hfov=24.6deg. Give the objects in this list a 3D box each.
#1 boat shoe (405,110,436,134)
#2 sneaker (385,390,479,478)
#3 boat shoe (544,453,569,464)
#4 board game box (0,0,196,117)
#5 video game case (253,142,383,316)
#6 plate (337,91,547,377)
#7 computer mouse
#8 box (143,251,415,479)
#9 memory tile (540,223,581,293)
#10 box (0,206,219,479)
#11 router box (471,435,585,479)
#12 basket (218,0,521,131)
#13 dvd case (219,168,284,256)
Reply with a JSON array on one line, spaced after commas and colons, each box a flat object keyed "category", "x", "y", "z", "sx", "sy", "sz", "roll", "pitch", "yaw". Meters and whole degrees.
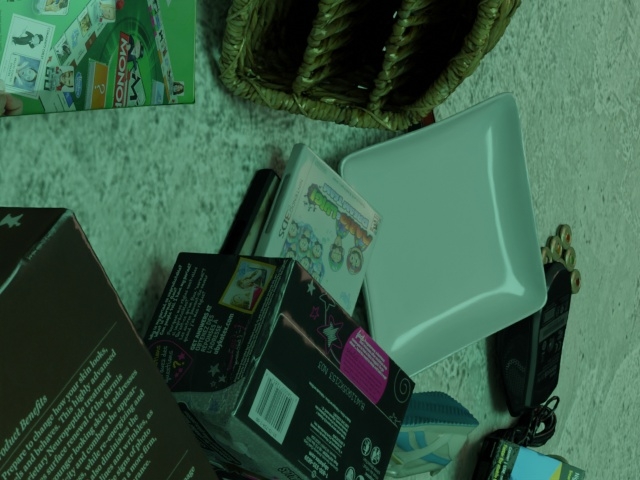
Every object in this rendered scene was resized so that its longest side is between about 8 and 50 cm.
[{"category": "boat shoe", "x": 0.131, "y": -0.113, "z": 1.742, "sx": 0.049, "sy": 0.043, "sz": 0.137, "roll": -17, "pitch": 104, "yaw": -53}, {"category": "sneaker", "x": 0.079, "y": 0.217, "z": 1.635, "sx": 0.228, "sy": 0.087, "sz": 0.092, "roll": 15, "pitch": 112, "yaw": -42}, {"category": "boat shoe", "x": 0.274, "y": 0.394, "z": 1.944, "sx": 0.079, "sy": 0.084, "sz": 0.233, "roll": 50, "pitch": 57, "yaw": -48}, {"category": "board game box", "x": -0.194, "y": -0.260, "z": 1.162, "sx": 0.213, "sy": 0.046, "sz": 0.317, "roll": -9, "pitch": 107, "yaw": -40}, {"category": "video game case", "x": 0.000, "y": 0.000, "z": 1.521, "sx": 0.157, "sy": 0.019, "sz": 0.143, "roll": 41, "pitch": 59, "yaw": -44}, {"category": "plate", "x": 0.138, "y": -0.006, "z": 1.700, "sx": 0.278, "sy": 0.045, "sz": 0.277, "roll": -24, "pitch": 111, "yaw": -33}, {"category": "computer mouse", "x": 0.266, "y": 0.154, "z": 1.940, "sx": 0.188, "sy": 0.072, "sz": 0.272, "roll": -15, "pitch": 115, "yaw": -57}, {"category": "box", "x": -0.046, "y": 0.143, "z": 1.363, "sx": 0.247, "sy": 0.142, "sz": 0.163, "roll": 47, "pitch": 55, "yaw": -44}, {"category": "memory tile", "x": 0.331, "y": 0.052, "z": 2.073, "sx": 0.148, "sy": 0.012, "sz": 0.113, "roll": -42, "pitch": 125, "yaw": -47}, {"category": "box", "x": -0.214, "y": 0.177, "z": 1.158, "sx": 0.191, "sy": 0.143, "sz": 0.381, "roll": -54, "pitch": 135, "yaw": -39}, {"category": "router box", "x": 0.244, "y": 0.351, "z": 1.846, "sx": 0.133, "sy": 0.046, "sz": 0.179, "roll": 22, "pitch": 79, "yaw": -18}, {"category": "basket", "x": 0.065, "y": -0.248, "z": 1.399, "sx": 0.223, "sy": 0.213, "sz": 0.299, "roll": -37, "pitch": 154, "yaw": -50}, {"category": "dvd case", "x": -0.058, "y": 0.079, "z": 1.486, "sx": 0.180, "sy": 0.022, "sz": 0.253, "roll": 53, "pitch": 50, "yaw": -43}]
